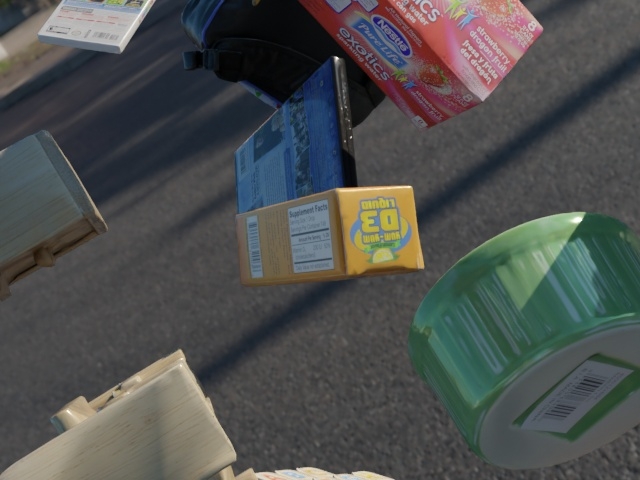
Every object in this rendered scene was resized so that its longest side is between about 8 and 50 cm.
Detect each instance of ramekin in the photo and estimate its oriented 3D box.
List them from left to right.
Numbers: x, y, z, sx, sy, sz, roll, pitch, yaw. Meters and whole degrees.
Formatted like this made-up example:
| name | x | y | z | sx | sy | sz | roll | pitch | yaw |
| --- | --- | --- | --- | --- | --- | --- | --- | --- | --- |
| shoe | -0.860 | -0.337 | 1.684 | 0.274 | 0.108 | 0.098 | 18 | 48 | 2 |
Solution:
| name | x | y | z | sx | sy | sz | roll | pitch | yaw |
| --- | --- | --- | --- | --- | --- | --- | --- | --- | --- |
| ramekin | 0.266 | 0.127 | 1.180 | 0.303 | 0.303 | 0.148 | -31 | 49 | 7 |

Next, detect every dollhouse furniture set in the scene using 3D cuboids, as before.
| name | x | y | z | sx | sy | sz | roll | pitch | yaw |
| --- | --- | --- | --- | --- | --- | --- | --- | --- | --- |
| dollhouse furniture set | -0.207 | 0.160 | 0.769 | 0.256 | 0.394 | 0.362 | -31 | 1 | -9 |

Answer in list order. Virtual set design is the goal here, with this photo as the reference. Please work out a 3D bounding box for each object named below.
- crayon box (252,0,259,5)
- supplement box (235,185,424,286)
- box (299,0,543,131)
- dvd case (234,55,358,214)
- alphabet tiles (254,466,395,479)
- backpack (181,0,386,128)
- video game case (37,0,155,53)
| name | x | y | z | sx | sy | sz | roll | pitch | yaw |
| --- | --- | --- | --- | --- | --- | --- | --- | --- | --- |
| crayon box | -0.011 | -0.307 | 0.597 | 0.203 | 0.083 | 0.323 | -56 | -6 | -18 |
| supplement box | 0.000 | 0.000 | 0.935 | 0.078 | 0.080 | 0.233 | -4 | 0 | -26 |
| box | 0.082 | -0.251 | 1.055 | 0.122 | 0.257 | 0.128 | -49 | 12 | -21 |
| dvd case | -0.036 | -0.083 | 1.253 | 0.253 | 0.022 | 0.180 | -36 | 52 | 50 |
| alphabet tiles | 0.052 | 0.377 | 1.541 | 0.278 | 0.284 | 0.021 | 9 | 89 | 34 |
| backpack | -0.017 | -0.280 | 1.331 | 0.276 | 0.263 | 0.213 | -48 | 29 | 8 |
| video game case | -0.212 | -0.230 | 1.019 | 0.087 | 0.011 | 0.122 | 10 | 51 | 14 |
